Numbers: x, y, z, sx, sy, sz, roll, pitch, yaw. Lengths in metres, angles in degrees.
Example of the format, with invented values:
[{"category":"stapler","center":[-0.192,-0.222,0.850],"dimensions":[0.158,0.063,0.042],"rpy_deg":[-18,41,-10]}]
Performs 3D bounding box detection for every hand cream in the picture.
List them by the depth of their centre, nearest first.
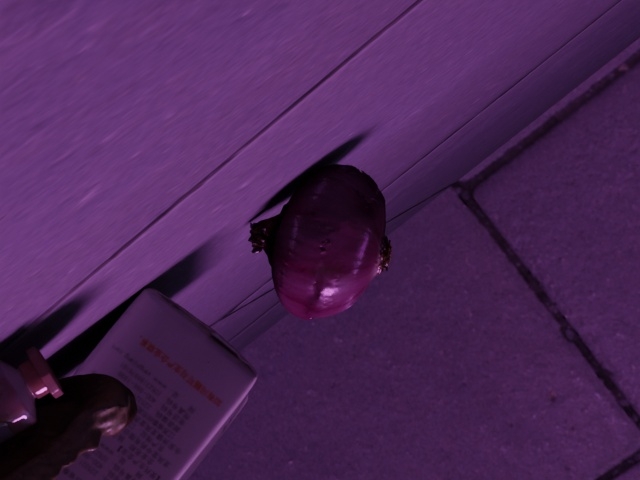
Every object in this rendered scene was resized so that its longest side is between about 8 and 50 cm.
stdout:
[{"category":"hand cream","center":[-0.238,0.126,1.064],"dimensions":[0.210,0.043,0.067],"rpy_deg":[-32,174,-7]}]

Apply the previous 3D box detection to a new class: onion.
[{"category":"onion","center":[0.000,0.000,1.389],"dimensions":[0.104,0.115,0.115],"rpy_deg":[7,-173,12]}]

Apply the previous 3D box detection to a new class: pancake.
[{"category":"pancake","center":[-0.213,0.141,1.124],"dimensions":[0.236,0.042,0.222],"rpy_deg":[-37,-164,-33]}]

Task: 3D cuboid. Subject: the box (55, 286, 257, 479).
[{"category":"box","center":[-0.174,0.187,1.375],"dimensions":[0.299,0.106,0.200],"rpy_deg":[-52,177,-10]}]
